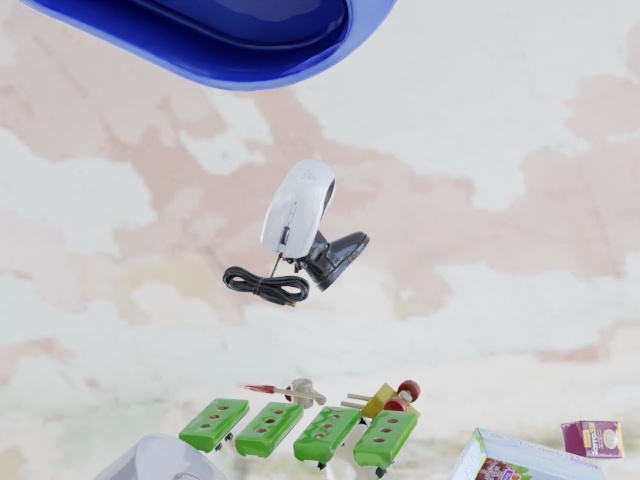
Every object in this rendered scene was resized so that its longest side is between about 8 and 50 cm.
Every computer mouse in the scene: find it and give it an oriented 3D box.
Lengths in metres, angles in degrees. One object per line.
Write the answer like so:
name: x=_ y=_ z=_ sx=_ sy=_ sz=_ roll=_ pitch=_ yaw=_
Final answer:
computer mouse: x=-0.040 y=-0.017 z=1.708 sx=0.106 sy=0.193 sz=0.042 roll=17 pitch=-14 yaw=12

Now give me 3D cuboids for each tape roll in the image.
tape roll: x=-0.140 y=0.308 z=1.445 sx=0.072 sy=0.219 sz=0.219 roll=-40 pitch=-45 yaw=13

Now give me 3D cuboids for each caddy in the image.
caddy: x=-0.094 y=-0.249 z=0.968 sx=0.341 sy=0.179 sz=0.241 roll=24 pitch=-75 yaw=1

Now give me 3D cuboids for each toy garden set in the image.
toy garden set: x=-0.008 y=0.212 z=1.594 sx=0.244 sy=0.204 sz=0.049 roll=2 pitch=-73 yaw=19

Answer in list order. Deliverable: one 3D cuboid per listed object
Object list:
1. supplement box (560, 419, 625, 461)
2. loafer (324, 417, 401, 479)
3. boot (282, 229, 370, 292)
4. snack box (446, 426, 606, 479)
supplement box: x=0.385 y=0.283 z=1.974 sx=0.083 sy=0.055 sz=0.043 roll=6 pitch=-18 yaw=-36
loafer: x=0.046 y=0.309 z=1.892 sx=0.102 sy=0.268 sz=0.092 roll=-38 pitch=-80 yaw=6
boot: x=0.000 y=0.000 z=1.837 sx=0.099 sy=0.121 sz=0.045 roll=47 pitch=-34 yaw=-5
snack box: x=0.228 y=0.344 z=1.698 sx=0.174 sy=0.070 sz=0.207 roll=18 pitch=-66 yaw=-17
